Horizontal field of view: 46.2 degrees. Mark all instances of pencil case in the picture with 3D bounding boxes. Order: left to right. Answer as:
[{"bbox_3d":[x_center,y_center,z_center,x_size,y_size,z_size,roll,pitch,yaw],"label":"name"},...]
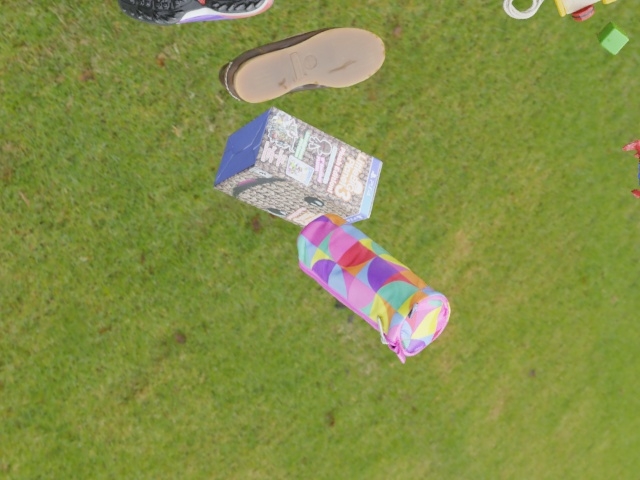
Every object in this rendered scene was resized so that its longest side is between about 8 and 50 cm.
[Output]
[{"bbox_3d":[0.064,0.056,1.004,0.104,0.236,0.104,-24,134,-28],"label":"pencil case"}]

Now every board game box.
[{"bbox_3d":[-0.053,-0.147,1.686,0.291,0.232,0.141,23,70,-25],"label":"board game box"}]

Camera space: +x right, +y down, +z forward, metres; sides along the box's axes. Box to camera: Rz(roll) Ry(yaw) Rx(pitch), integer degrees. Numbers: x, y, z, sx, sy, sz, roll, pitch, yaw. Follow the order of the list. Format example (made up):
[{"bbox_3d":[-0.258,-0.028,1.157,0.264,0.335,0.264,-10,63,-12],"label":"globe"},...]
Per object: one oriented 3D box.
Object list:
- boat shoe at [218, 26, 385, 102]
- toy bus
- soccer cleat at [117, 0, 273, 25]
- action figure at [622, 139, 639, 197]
[{"bbox_3d":[-0.024,-0.219,0.917,0.207,0.073,0.073,-15,113,-22],"label":"boat shoe"},{"bbox_3d":[0.349,-0.350,0.918,0.202,0.104,0.191,19,126,-4],"label":"toy bus"},{"bbox_3d":[-0.250,-0.488,1.521,0.318,0.116,0.108,-1,96,9],"label":"soccer cleat"},{"bbox_3d":[0.333,-0.045,0.755,0.038,0.115,0.030,22,140,-39],"label":"action figure"}]
